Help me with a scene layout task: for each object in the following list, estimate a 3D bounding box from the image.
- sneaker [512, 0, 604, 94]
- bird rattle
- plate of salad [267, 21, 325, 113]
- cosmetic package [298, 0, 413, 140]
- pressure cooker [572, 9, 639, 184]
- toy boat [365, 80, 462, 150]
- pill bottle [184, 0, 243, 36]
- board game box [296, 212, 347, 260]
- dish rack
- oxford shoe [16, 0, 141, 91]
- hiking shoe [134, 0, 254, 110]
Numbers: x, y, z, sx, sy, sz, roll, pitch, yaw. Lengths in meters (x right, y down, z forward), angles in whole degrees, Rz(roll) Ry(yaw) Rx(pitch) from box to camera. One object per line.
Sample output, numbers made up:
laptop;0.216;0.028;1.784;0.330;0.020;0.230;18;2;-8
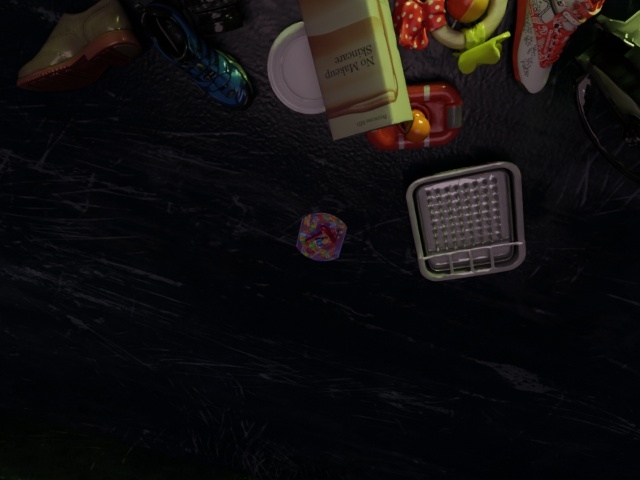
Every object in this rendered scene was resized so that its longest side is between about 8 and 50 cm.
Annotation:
sneaker;0.477;-0.424;0.908;0.090;0.145;0.270;-28;123;-24
bird rattle;0.283;-0.474;0.948;0.253;0.143;0.207;29;111;2
plate of salad;-0.023;-0.395;1.040;0.199;0.048;0.200;-3;109;-8
cosmetic package;0.076;-0.372;0.931;0.153;0.129;0.296;-10;102;31
pressure cooker;0.712;-0.303;0.826;0.375;0.370;0.420;25;128;-35
toy boat;0.215;-0.273;1.041;0.231;0.151;0.151;-4;122;9
pill bottle;-0.235;-0.548;0.927;0.122;0.123;0.219;-7;123;11
board game box;0.000;0.000;1.316;0.133;0.033;0.169;13;123;-3
dish rack;0.390;-0.053;1.215;0.285;0.072;0.333;-10;122;14
oxford shoe;-0.577;-0.450;1.057;0.348;0.123;0.130;-15;94;17
hiking shoe;-0.283;-0.403;1.022;0.113;0.132;0.304;-37;113;26
